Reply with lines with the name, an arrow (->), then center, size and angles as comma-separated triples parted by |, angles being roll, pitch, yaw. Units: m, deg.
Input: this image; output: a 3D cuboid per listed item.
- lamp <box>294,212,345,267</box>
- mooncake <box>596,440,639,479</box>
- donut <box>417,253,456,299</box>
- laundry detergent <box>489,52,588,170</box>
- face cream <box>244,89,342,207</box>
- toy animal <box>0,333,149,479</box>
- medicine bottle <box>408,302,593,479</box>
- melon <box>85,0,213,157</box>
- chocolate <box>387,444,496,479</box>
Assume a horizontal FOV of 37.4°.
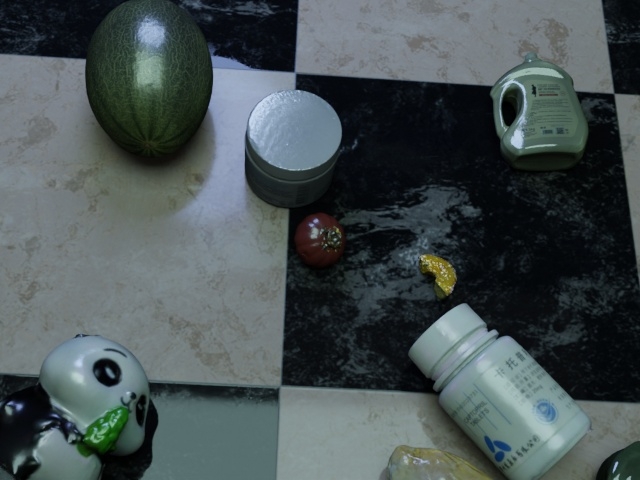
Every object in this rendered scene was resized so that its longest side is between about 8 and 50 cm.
lamp -> 0.000, 0.000, 1.721 | 0.101, 0.090, 0.101 | 0, 89, -34
mooncake -> 0.533, 0.418, 1.547 | 0.175, 0.104, 0.168 | -3, 61, -9
donut -> 0.210, 0.066, 1.733 | 0.083, 0.038, 0.067 | 22, 66, 12
laundry detergent -> 0.432, -0.266, 1.885 | 0.181, 0.091, 0.253 | -3, 64, 0
face cream -> -0.054, -0.169, 1.766 | 0.177, 0.153, 0.177 | 2, 65, -5
toy animal -> -0.384, 0.283, 1.487 | 0.212, 0.212, 0.267 | 40, 74, 14
medicine bottle -> 0.293, 0.254, 1.574 | 0.170, 0.170, 0.293 | -36, 70, -20
melon -> -0.317, -0.303, 1.763 | 0.237, 0.237, 0.302 | -2, 66, -6
chocolate -> 0.243, 0.430, 1.504 | 0.309, 0.134, 0.134 | 29, 65, 8
